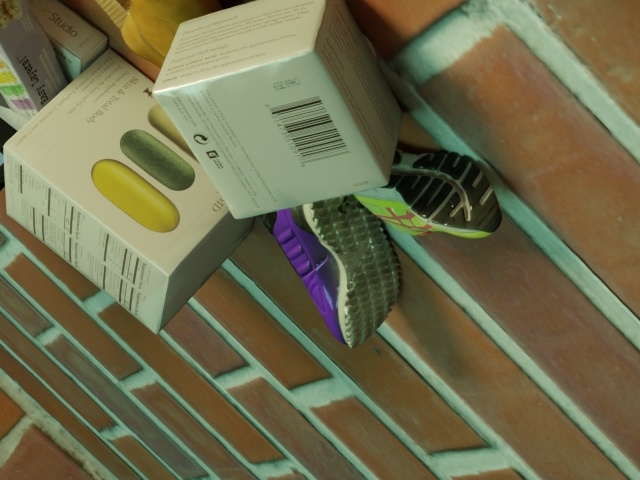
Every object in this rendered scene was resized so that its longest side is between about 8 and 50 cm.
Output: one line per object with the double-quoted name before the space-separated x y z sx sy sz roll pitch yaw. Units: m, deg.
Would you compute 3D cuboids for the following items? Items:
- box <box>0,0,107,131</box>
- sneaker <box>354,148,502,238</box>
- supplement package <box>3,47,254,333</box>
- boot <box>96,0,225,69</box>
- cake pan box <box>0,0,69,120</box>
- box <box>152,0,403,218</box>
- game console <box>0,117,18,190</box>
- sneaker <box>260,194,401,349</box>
"box" -0.397 -0.242 1.856 0.232 0.058 0.322 37 153 8
"sneaker" 0.115 -0.041 1.445 0.208 0.081 0.094 25 158 44
"supplement package" -0.239 -0.061 1.753 0.263 0.199 0.198 38 154 8
"boot" -0.126 -0.243 1.444 0.211 0.104 0.295 43 159 -17
"cake pan box" -0.444 -0.274 1.707 0.246 0.070 0.267 31 160 23
"box" -0.038 -0.137 1.364 0.182 0.119 0.181 -12 130 25
"game console" -0.592 -0.155 1.993 0.250 0.293 0.173 36 155 10
"sneaker" 0.001 -0.001 1.647 0.146 0.102 0.293 27 147 37
